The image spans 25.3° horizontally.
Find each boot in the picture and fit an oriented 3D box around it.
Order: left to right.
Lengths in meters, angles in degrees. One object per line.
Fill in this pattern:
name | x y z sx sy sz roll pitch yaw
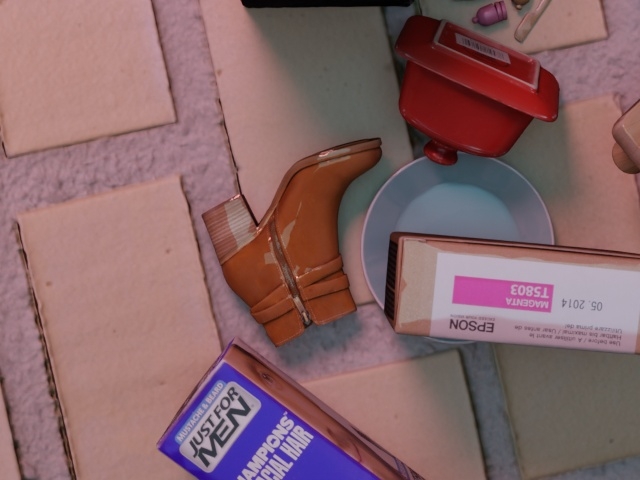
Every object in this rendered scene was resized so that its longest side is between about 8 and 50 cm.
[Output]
boot | 0.000 0.000 1.366 0.197 0.073 0.152 -28 91 14

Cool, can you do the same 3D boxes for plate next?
plate | 0.132 0.006 1.386 0.188 0.024 0.188 0 92 1

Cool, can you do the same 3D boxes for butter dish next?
butter dish | 0.132 -0.125 1.332 0.160 0.160 0.118 24 114 1

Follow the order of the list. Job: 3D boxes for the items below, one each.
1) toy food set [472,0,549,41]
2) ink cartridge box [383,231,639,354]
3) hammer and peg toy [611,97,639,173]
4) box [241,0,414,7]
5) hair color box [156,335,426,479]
toy food set | 0.160 -0.248 1.376 0.122 0.019 0.078 34 92 -1
ink cartridge box | 0.178 0.044 1.279 0.234 0.193 0.088 6 92 1
hammer and peg toy | 0.452 -0.116 1.314 0.361 0.127 0.266 -42 92 -24
box | -0.001 -0.362 1.236 0.182 0.294 0.296 0 92 3
hair color box | 0.020 0.236 1.318 0.339 0.185 0.110 36 92 -1
